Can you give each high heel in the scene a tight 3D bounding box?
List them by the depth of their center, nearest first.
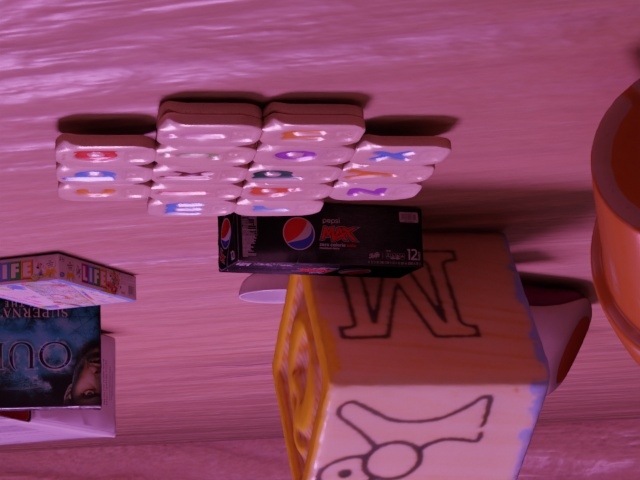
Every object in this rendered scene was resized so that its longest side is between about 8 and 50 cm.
[{"bbox_3d":[0.174,0.080,1.974,0.181,0.127,0.377,25,-176,22],"label":"high heel"}]

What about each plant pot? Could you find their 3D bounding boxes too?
[{"bbox_3d":[0.263,-0.018,1.192,0.205,0.205,0.188,-6,153,22],"label":"plant pot"}]

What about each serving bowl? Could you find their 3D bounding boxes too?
[{"bbox_3d":[-0.041,0.044,1.835,0.083,0.027,0.083,-2,169,0],"label":"serving bowl"}]

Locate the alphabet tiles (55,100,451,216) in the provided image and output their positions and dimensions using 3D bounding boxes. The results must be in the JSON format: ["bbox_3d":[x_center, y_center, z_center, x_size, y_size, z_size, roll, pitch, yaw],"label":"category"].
[{"bbox_3d":[-0.054,-0.057,1.339,0.278,0.021,0.284,-1,169,-7],"label":"alphabet tiles"}]

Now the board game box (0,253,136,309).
[{"bbox_3d":[-0.262,0.042,1.791,0.103,0.026,0.154,-6,168,21],"label":"board game box"}]

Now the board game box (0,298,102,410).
[{"bbox_3d":[-0.322,0.116,1.903,0.186,0.126,0.026,-1,169,-9],"label":"board game box"}]

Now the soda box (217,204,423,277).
[{"bbox_3d":[0.000,0.000,1.552,0.169,0.053,0.060,3,169,-20],"label":"soda box"}]

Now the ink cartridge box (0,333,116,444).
[{"bbox_3d":[-0.438,0.170,2.151,0.310,0.130,0.272,-6,167,21],"label":"ink cartridge box"}]

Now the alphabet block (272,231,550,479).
[{"bbox_3d":[0.075,0.119,1.649,0.197,0.193,0.192,1,131,-13],"label":"alphabet block"}]
